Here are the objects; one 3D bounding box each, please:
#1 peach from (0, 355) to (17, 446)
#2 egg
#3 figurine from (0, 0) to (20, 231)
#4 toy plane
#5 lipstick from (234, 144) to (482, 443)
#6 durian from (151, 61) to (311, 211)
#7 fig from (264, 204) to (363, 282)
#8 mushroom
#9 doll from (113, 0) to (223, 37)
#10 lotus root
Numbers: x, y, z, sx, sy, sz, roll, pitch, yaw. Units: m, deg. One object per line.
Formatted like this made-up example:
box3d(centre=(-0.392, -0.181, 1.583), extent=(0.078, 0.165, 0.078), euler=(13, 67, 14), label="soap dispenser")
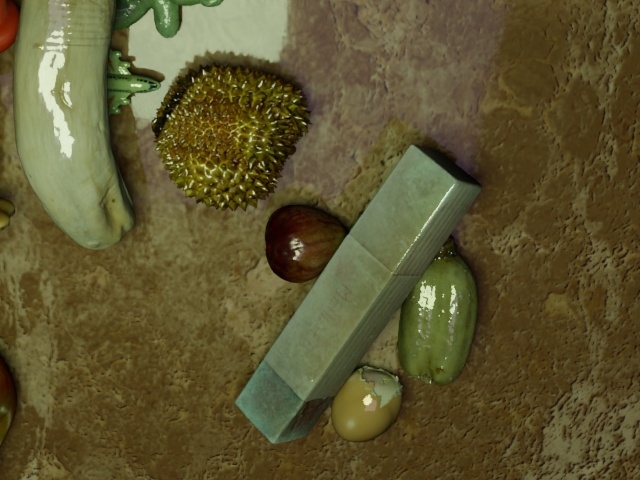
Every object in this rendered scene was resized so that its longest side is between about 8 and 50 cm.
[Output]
box3d(centre=(-0.496, 0.195, 1.135), extent=(0.274, 0.245, 0.249), euler=(9, 77, 5), label="peach")
box3d(centre=(0.053, 0.199, 1.221), extent=(0.080, 0.080, 0.096), euler=(19, 112, -9), label="egg")
box3d(centre=(-0.400, -0.139, 1.026), extent=(0.208, 0.181, 0.257), euler=(-7, 109, -23), label="figurine")
box3d(centre=(-0.228, -0.172, 1.106), extent=(0.111, 0.040, 0.102), euler=(2, 109, -5), label="toy plane")
box3d(centre=(0.039, 0.066, 1.152), extent=(0.076, 0.079, 0.371), euler=(43, 109, 26), label="lipstick")
box3d(centre=(-0.098, -0.109, 1.090), extent=(0.168, 0.137, 0.158), euler=(13, 86, -16), label="durian")
box3d(centre=(0.000, 0.000, 1.161), extent=(0.125, 0.089, 0.089), euler=(-9, 109, -19), label="fig")
box3d(centre=(-0.251, -0.157, 1.036), extent=(0.122, 0.095, 0.351), euler=(-15, 114, -36), label="mushroom")
box3d(centre=(-0.180, -0.267, 1.067), extent=(0.150, 0.077, 0.115), euler=(-20, 97, 15), label="doll")
box3d(centre=(0.139, 0.079, 1.187), extent=(0.090, 0.077, 0.183), euler=(8, 102, 18), label="lotus root")
